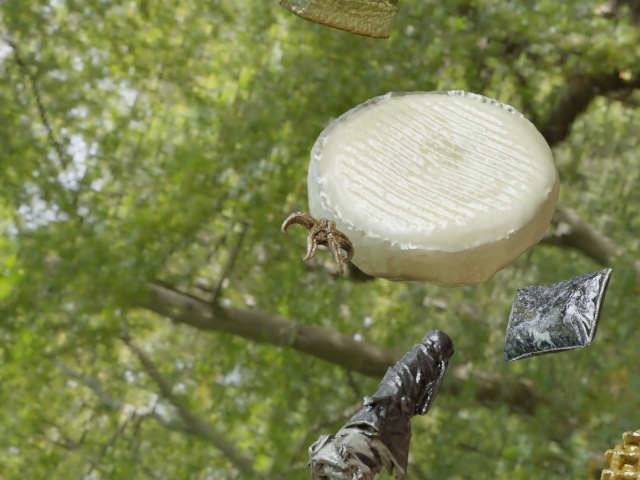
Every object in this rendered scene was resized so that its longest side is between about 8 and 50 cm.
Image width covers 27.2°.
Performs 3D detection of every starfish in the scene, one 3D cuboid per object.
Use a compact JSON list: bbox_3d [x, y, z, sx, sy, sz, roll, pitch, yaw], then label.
[{"bbox_3d":[0.000,0.000,1.309,0.028,0.078,0.091,-49,-3,23],"label":"starfish"}]

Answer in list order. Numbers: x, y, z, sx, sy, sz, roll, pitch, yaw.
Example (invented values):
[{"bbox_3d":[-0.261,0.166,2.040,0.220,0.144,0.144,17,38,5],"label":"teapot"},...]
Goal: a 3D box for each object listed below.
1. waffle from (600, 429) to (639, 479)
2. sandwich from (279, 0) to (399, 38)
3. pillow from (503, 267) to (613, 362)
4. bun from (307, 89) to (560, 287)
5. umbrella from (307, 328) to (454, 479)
[{"bbox_3d":[0.545,0.360,1.949,0.253,0.249,0.056,-116,15,-48],"label":"waffle"},{"bbox_3d":[-0.020,-0.315,1.474,0.088,0.244,0.090,-28,-29,-50],"label":"sandwich"},{"bbox_3d":[0.361,0.118,2.046,0.208,0.055,0.141,-22,42,56],"label":"pillow"},{"bbox_3d":[0.127,-0.045,1.491,0.287,0.287,0.146,-57,-29,-36],"label":"bun"},{"bbox_3d":[0.110,0.253,1.973,0.358,0.106,0.113,-46,-51,-41],"label":"umbrella"}]
